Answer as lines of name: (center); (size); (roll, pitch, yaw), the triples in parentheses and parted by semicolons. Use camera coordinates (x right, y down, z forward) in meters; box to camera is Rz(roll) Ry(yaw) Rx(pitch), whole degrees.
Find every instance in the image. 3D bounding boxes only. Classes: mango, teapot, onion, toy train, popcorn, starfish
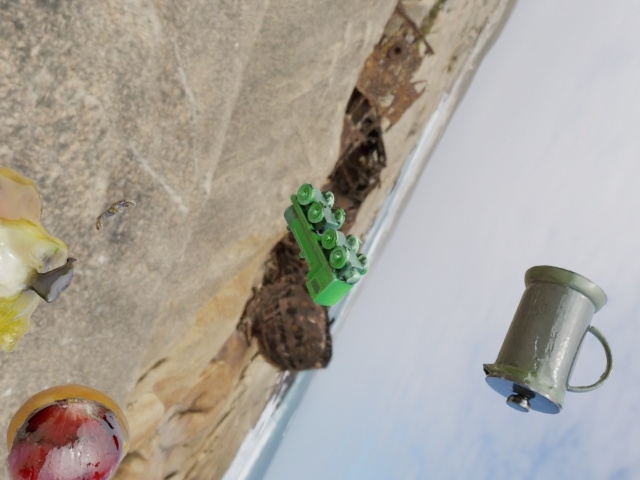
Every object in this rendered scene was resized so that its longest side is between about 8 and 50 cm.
mango: (-0.359, 0.282, 0.874); (0.112, 0.219, 0.145); (23, 62, -59)
teapot: (0.561, 0.263, 1.454); (0.337, 0.270, 0.200); (-60, 168, -18)
onion: (-0.300, 0.247, 0.714); (0.131, 0.131, 0.131); (-63, 174, -11)
toy train: (0.000, 0.000, 1.143); (0.085, 0.251, 0.119); (19, 123, -43)
popcorn: (-0.489, 0.003, 0.787); (0.281, 0.316, 0.297); (-22, 162, 24)
starfish: (-0.402, -0.051, 1.161); (0.078, 0.028, 0.091); (-25, -159, 31)
